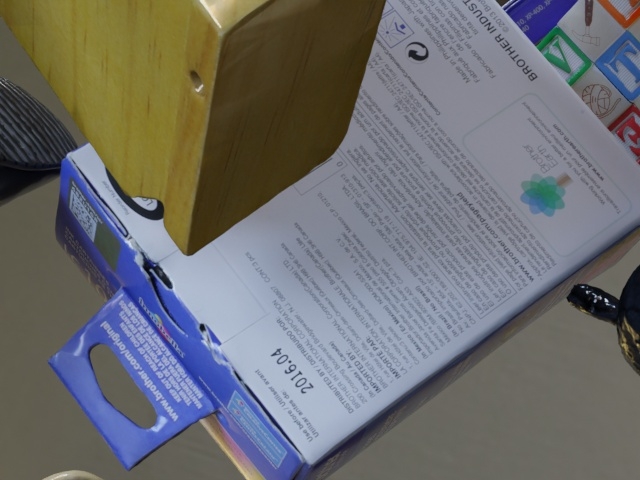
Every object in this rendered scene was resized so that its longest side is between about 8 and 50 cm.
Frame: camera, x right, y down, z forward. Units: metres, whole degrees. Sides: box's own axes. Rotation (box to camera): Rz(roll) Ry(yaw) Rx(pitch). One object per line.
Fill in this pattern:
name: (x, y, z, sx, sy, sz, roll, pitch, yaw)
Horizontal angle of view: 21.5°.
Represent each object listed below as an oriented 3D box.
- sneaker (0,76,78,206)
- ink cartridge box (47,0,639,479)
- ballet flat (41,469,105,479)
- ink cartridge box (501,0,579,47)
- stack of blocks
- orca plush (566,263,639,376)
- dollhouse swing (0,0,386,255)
sneaker: (-0.303, -0.035, 1.124, 0.330, 0.122, 0.146, -15, -34, -56)
ink cartridge box: (0.000, 0.000, 1.185, 0.395, 0.270, 0.151, -34, -14, -23)
ballet flat: (-0.080, 0.187, 0.697, 0.080, 0.073, 0.232, -34, -64, -24)
ink cartridge box: (0.170, -0.180, 1.431, 0.206, 0.045, 0.208, -38, -2, 6)
stack of blocks: (0.285, -0.209, 1.260, 0.087, 0.171, 0.297, -37, -8, -45)
orca plush: (0.213, 0.023, 1.082, 0.287, 0.102, 0.151, -51, -31, -65)
dollhouse swing: (-0.037, -0.250, 1.044, 0.305, 0.347, 0.315, -27, -24, -24)
